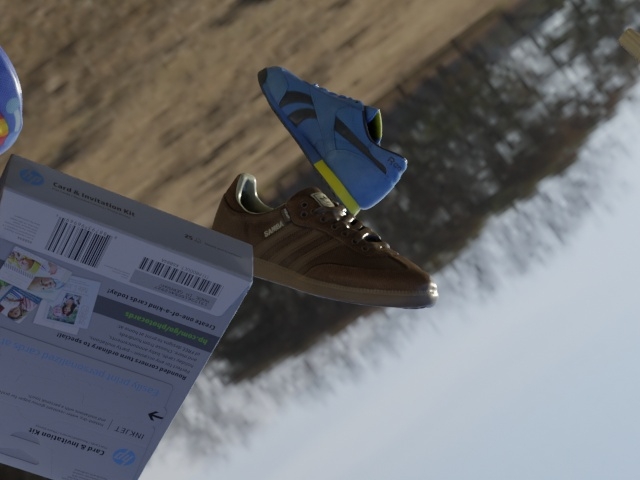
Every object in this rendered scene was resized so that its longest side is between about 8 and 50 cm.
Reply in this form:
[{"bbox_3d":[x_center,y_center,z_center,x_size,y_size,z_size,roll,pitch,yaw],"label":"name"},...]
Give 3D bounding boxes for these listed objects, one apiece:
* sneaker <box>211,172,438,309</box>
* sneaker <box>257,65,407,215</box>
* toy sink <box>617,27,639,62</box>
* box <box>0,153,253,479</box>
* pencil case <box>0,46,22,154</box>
[{"bbox_3d":[0.000,0.000,1.071,0.188,0.071,0.066,13,-174,29],"label":"sneaker"},{"bbox_3d":[0.012,-0.108,1.417,0.082,0.209,0.069,-39,139,3],"label":"sneaker"},{"bbox_3d":[0.381,-0.129,1.212,0.152,0.234,0.131,22,113,-41],"label":"toy sink"},{"bbox_3d":[-0.141,0.056,0.856,0.186,0.145,0.038,-60,-162,29],"label":"box"},{"bbox_3d":[-0.298,-0.032,0.820,0.306,0.133,0.119,-48,176,-44],"label":"pencil case"}]
